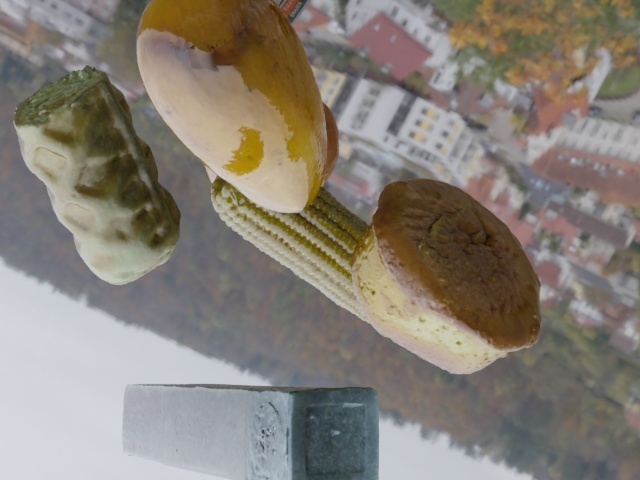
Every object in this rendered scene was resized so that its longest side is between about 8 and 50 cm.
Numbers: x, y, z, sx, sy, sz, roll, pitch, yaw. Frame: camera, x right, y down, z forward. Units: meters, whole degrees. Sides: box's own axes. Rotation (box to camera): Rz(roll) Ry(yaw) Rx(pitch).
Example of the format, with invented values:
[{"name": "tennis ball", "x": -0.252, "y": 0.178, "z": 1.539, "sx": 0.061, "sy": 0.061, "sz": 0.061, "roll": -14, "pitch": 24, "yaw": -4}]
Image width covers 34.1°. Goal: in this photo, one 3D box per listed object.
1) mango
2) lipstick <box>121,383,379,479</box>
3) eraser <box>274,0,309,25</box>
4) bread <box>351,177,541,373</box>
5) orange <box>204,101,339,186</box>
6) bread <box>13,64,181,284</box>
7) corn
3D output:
[{"name": "mango", "x": -0.055, "y": -0.098, "z": 0.762, "sx": 0.144, "sy": 0.112, "sz": 0.219, "roll": 61, "pitch": 179, "yaw": 38}, {"name": "lipstick", "x": -0.068, "y": 0.141, "z": 0.788, "sx": 0.068, "sy": 0.066, "sz": 0.317, "roll": 3, "pitch": 172, "yaw": -29}, {"name": "eraser", "x": -0.053, "y": -0.256, "z": 1.181, "sx": 0.052, "sy": 0.122, "sz": 0.029, "roll": 32, "pitch": 150, "yaw": -5}, {"name": "bread", "x": 0.162, "y": 0.043, "z": 1.322, "sx": 0.268, "sy": 0.145, "sz": 0.268, "roll": 22, "pitch": -136, "yaw": -23}, {"name": "orange", "x": -0.080, "y": -0.155, "z": 1.629, "sx": 0.224, "sy": 0.224, "sz": 0.170, "roll": 28, "pitch": -161, "yaw": -43}, {"name": "bread", "x": -0.256, "y": -0.069, "z": 1.236, "sx": 0.130, "sy": 0.152, "sz": 0.267, "roll": 4, "pitch": 132, "yaw": 32}, {"name": "corn", "x": 0.000, "y": 0.000, "z": 1.505, "sx": 0.344, "sy": 0.131, "sz": 0.131, "roll": 37, "pitch": 177, "yaw": -21}]
